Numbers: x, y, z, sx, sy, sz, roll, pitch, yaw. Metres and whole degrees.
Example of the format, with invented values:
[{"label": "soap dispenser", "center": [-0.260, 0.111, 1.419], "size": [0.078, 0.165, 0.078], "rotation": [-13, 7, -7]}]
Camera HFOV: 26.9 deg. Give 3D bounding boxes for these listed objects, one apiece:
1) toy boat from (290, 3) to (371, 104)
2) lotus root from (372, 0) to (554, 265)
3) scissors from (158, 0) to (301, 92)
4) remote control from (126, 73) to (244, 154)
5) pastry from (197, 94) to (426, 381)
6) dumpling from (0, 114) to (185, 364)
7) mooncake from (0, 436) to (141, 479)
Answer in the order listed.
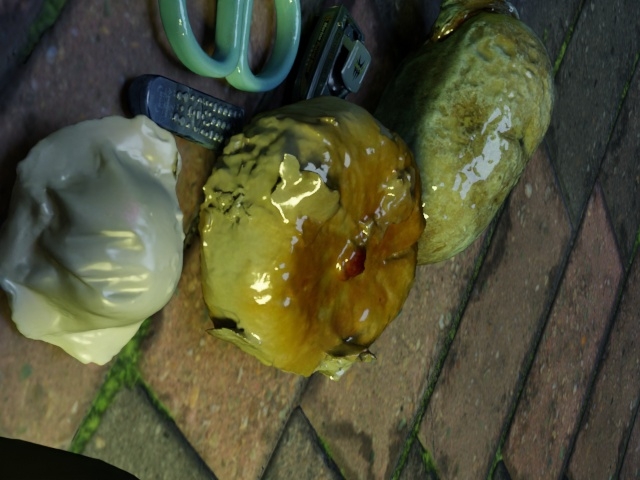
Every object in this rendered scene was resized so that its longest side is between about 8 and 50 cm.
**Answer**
[{"label": "toy boat", "center": [0.004, -0.145, 1.233], "size": [0.055, 0.060, 0.141], "rotation": [47, 57, -54]}, {"label": "lotus root", "center": [0.132, -0.097, 1.355], "size": [0.350, 0.175, 0.175], "rotation": [-63, 145, -21]}, {"label": "scissors", "center": [-0.058, -0.351, 1.116], "size": [0.192, 0.029, 0.447], "rotation": [11, 83, -61]}, {"label": "remote control", "center": [-0.106, -0.102, 1.075], "size": [0.152, 0.027, 0.044], "rotation": [17, 74, -62]}, {"label": "pastry", "center": [0.004, -0.002, 1.153], "size": [0.257, 0.120, 0.236], "rotation": [21, 88, -52]}, {"label": "dumpling", "center": [-0.161, 0.003, 0.930], "size": [0.127, 0.108, 0.188], "rotation": [0, 113, -38]}, {"label": "mooncake", "center": [-0.230, 0.212, 0.576], "size": [0.356, 0.356, 0.194], "rotation": [-13, 104, -59]}]
